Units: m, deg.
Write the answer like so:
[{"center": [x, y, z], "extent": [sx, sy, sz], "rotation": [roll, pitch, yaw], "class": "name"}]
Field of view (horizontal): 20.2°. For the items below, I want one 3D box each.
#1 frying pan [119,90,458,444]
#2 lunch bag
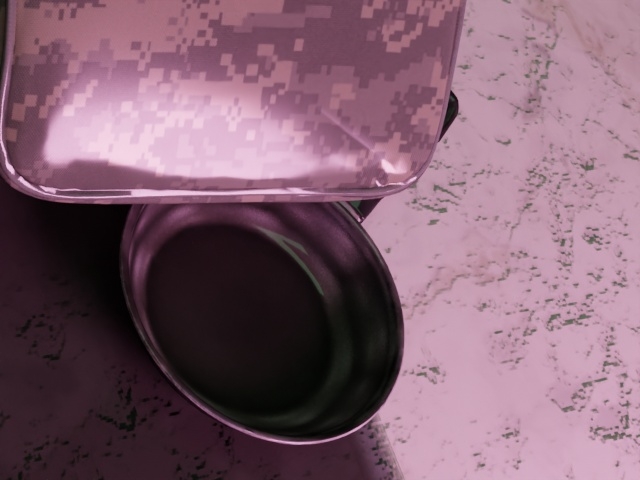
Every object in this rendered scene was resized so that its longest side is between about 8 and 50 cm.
[{"center": [-0.025, -0.012, 1.135], "extent": [0.197, 0.053, 0.326], "rotation": [28, 49, -17], "class": "frying pan"}, {"center": [-0.094, -0.149, 1.049], "extent": [0.305, 0.213, 0.256], "rotation": [-3, 21, -32], "class": "lunch bag"}]
